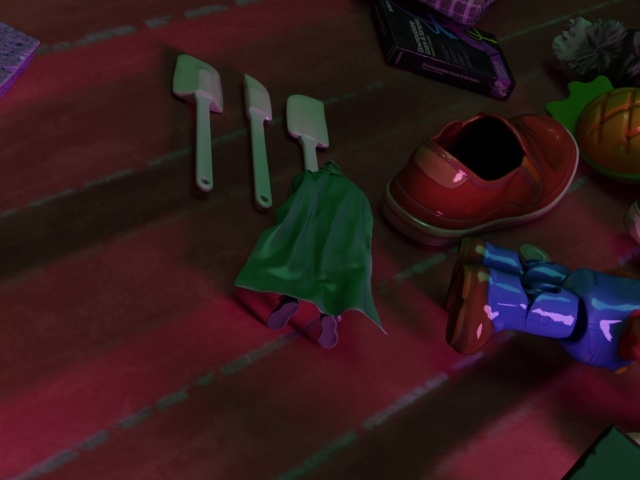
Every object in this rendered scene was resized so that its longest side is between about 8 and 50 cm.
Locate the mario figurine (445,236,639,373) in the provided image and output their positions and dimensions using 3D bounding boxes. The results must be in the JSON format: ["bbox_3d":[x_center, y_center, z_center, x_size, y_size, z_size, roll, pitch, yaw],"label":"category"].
[{"bbox_3d":[0.271,0.103,1.573,0.321,0.170,0.198,11,57,1],"label":"mario figurine"}]

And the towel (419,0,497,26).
[{"bbox_3d":[0.133,-0.373,2.143,0.235,0.121,0.284,25,24,10],"label":"towel"}]

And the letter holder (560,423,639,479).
[{"bbox_3d":[0.264,0.317,1.260,0.302,0.214,0.152,39,65,15],"label":"letter holder"}]

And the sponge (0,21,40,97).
[{"bbox_3d":[-0.373,-0.198,1.582,0.210,0.031,0.117,28,31,-2],"label":"sponge"}]

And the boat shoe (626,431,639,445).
[{"bbox_3d":[0.323,0.201,1.533,0.170,0.063,0.059,21,27,-25],"label":"boat shoe"}]

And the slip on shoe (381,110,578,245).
[{"bbox_3d":[0.184,-0.083,1.789,0.123,0.101,0.331,39,32,20],"label":"slip on shoe"}]

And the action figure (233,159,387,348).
[{"bbox_3d":[0.000,0.000,1.559,0.137,0.063,0.232,22,36,-8],"label":"action figure"}]

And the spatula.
[{"bbox_3d":[-0.066,-0.096,1.695,0.168,0.019,0.242,22,33,-19],"label":"spatula"}]

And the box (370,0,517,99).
[{"bbox_3d":[0.144,-0.226,2.030,0.162,0.029,0.116,13,34,-21],"label":"box"}]

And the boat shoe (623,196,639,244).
[{"bbox_3d":[0.464,0.017,1.835,0.285,0.092,0.103,29,32,2],"label":"boat shoe"}]

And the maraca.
[{"bbox_3d":[0.343,-0.129,1.980,0.127,0.099,0.186,-40,52,-22],"label":"maraca"}]

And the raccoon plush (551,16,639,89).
[{"bbox_3d":[0.542,-0.186,2.090,0.446,0.216,0.299,21,-13,47],"label":"raccoon plush"}]
